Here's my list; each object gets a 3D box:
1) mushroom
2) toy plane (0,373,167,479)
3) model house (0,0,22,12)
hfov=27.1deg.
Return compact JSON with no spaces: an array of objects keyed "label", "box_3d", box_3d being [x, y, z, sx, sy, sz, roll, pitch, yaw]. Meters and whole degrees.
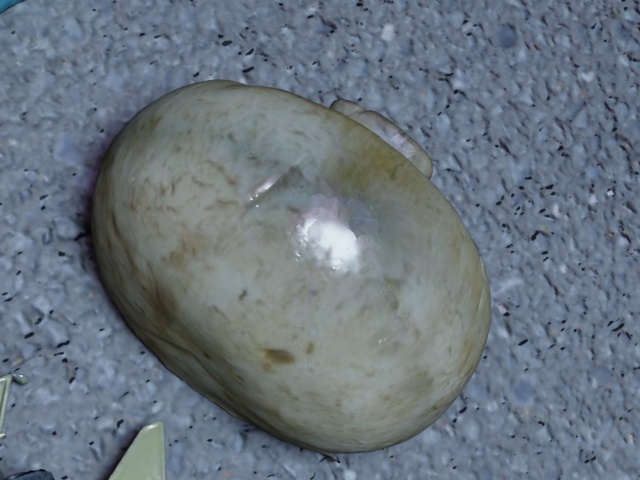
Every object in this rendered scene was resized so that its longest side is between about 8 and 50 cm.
[{"label":"mushroom","box_3d":[0.000,0.000,0.764,0.254,0.189,0.195,43,70,-9]},{"label":"toy plane","box_3d":[-0.175,0.187,0.711,0.244,0.092,0.229,-18,68,-25]},{"label":"model house","box_3d":[-0.221,-0.280,0.728,0.226,0.241,0.261,-36,90,-21]}]
